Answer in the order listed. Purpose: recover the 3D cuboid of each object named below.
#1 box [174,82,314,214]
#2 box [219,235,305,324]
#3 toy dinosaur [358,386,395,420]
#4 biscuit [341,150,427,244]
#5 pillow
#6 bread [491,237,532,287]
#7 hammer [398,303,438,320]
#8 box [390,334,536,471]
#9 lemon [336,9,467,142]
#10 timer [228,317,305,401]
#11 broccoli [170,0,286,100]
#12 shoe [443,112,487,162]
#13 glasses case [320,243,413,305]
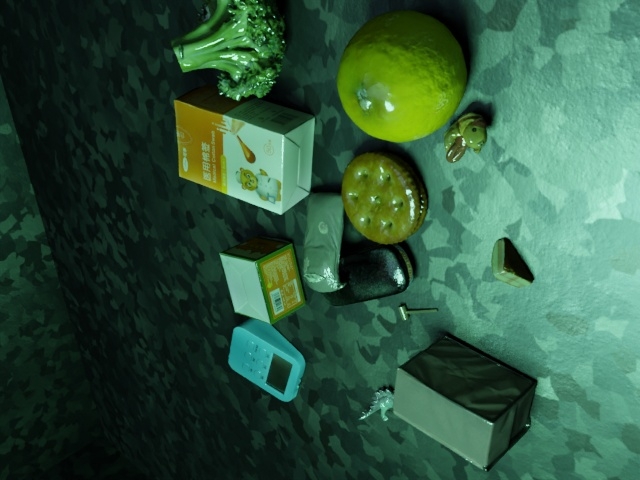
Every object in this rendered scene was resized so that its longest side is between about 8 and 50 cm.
[{"bbox_3d":[-0.196,-0.235,1.594,0.341,0.143,0.225,22,127,24],"label":"box"},{"bbox_3d":[-0.160,0.107,1.803,0.177,0.148,0.195,9,119,48],"label":"box"},{"bbox_3d":[0.172,0.442,1.718,0.209,0.039,0.082,-40,77,40],"label":"toy dinosaur"},{"bbox_3d":[0.140,-0.097,1.419,0.220,0.066,0.220,22,124,36],"label":"biscuit"},{"bbox_3d":[0.000,0.000,1.564,0.169,0.059,0.255,9,97,56],"label":"pillow"},{"bbox_3d":[0.369,0.052,1.259,0.109,0.062,0.043,61,142,7],"label":"bread"},{"bbox_3d":[0.233,0.169,1.511,0.110,0.019,0.035,-10,104,48],"label":"hammer"},{"bbox_3d":[0.312,0.346,1.396,0.252,0.188,0.153,28,131,37],"label":"box"},{"bbox_3d":[0.138,-0.296,1.181,0.240,0.219,0.240,25,131,32],"label":"lemon"},{"bbox_3d":[-0.171,0.388,2.033,0.250,0.091,0.232,36,134,23],"label":"timer"},{"bbox_3d":[-0.196,-0.467,1.454,0.260,0.235,0.288,-25,84,17],"label":"broccoli"},{"bbox_3d":[0.278,-0.192,1.208,0.109,0.072,0.069,-14,63,46],"label":"shoe"},{"bbox_3d":[0.099,0.087,1.556,0.321,0.082,0.122,-19,94,51],"label":"glasses case"}]
